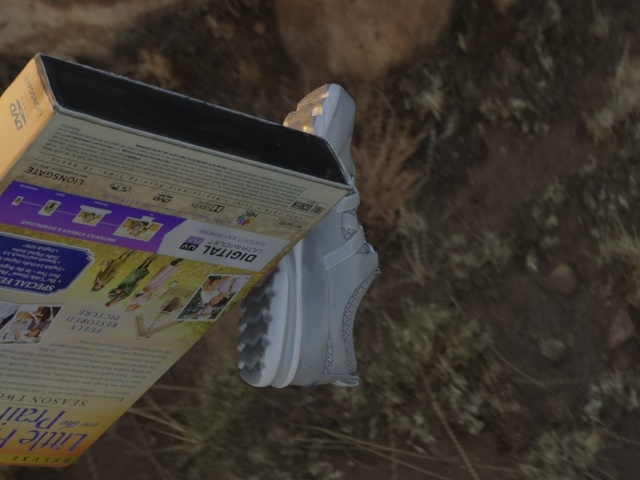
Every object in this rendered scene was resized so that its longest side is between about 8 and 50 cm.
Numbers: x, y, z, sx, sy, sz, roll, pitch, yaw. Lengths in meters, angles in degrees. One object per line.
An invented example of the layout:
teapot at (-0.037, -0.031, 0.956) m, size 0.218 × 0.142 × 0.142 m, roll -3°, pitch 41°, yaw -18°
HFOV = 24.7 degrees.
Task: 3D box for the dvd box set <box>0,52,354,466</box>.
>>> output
dvd box set at (-0.214, 0.042, 1.184) m, size 0.420 × 0.307 × 0.062 m, roll -45°, pitch 54°, yaw 28°

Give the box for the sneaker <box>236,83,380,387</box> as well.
sneaker at (0.000, 0.000, 1.307) m, size 0.105 × 0.115 × 0.281 m, roll -13°, pitch 66°, yaw 63°
